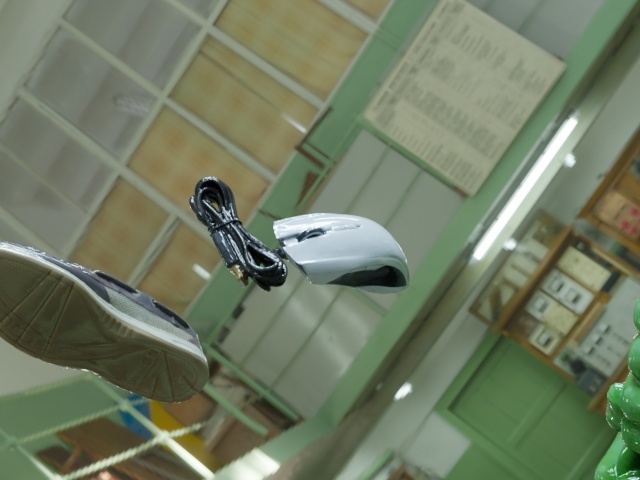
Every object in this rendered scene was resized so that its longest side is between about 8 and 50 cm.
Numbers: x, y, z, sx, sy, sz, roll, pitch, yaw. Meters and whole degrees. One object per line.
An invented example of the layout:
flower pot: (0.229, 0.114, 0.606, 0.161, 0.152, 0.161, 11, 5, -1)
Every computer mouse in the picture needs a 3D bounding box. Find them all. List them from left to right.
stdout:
computer mouse: (0.000, 0.000, 0.725, 0.193, 0.106, 0.042, 6, -55, -40)

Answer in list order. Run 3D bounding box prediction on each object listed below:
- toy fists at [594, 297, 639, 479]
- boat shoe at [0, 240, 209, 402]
toy fists: (0.268, 0.146, 0.707, 0.142, 0.096, 0.279, -41, -43, -46)
boat shoe: (-0.248, 0.081, 1.017, 0.103, 0.285, 0.092, -53, 24, 17)
